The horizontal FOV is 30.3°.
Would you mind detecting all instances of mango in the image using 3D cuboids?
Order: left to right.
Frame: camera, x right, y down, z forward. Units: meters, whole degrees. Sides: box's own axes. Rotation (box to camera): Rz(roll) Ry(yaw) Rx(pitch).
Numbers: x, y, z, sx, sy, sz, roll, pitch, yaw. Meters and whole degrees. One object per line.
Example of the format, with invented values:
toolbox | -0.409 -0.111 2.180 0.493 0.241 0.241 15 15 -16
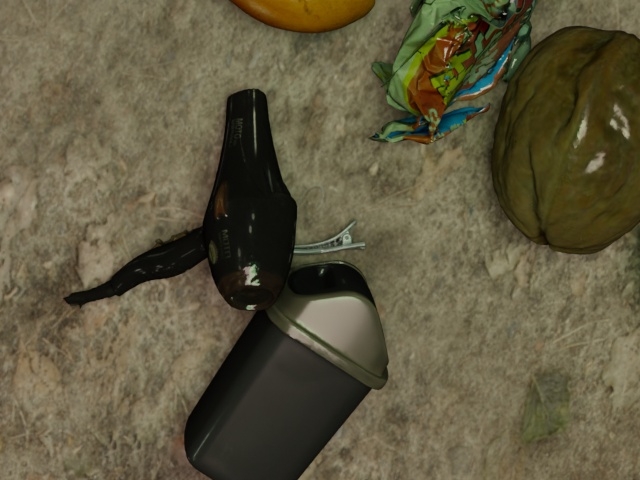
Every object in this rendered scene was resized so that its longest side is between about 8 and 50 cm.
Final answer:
mango | -0.034 -0.332 1.461 0.219 0.112 0.145 24 89 -8

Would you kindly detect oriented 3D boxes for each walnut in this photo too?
walnut | 0.325 -0.122 1.440 0.227 0.283 0.283 23 94 24

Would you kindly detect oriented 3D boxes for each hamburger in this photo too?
hamburger | 0.157 -0.254 1.442 0.150 0.260 0.276 35 58 18

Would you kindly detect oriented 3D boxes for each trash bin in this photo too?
trash bin | -0.035 0.166 1.464 0.182 0.209 0.290 34 98 -10

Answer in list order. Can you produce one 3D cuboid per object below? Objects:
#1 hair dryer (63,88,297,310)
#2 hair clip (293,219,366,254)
hair dryer | -0.189 -0.015 1.474 0.359 0.120 0.304 -24 55 23
hair clip | 0.000 0.000 1.537 0.115 0.030 0.039 -9 77 -4
